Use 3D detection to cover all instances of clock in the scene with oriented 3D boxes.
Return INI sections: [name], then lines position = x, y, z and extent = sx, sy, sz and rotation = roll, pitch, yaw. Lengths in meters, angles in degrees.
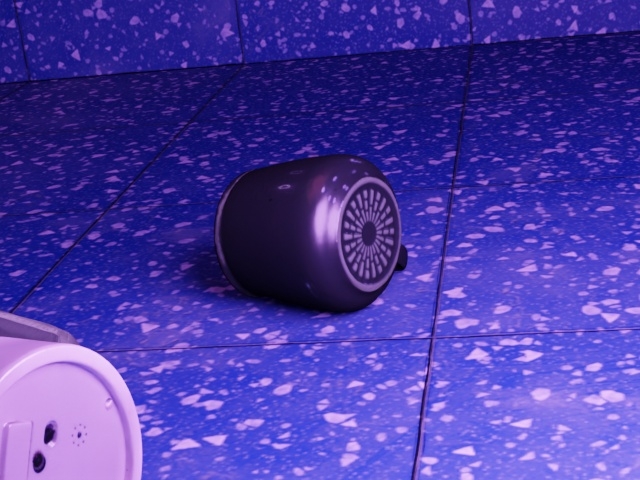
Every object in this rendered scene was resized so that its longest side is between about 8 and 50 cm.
[clock]
position = -0.210, 0.167, 0.861
extent = 0.068, 0.197, 0.197
rotation = 4, 22, 30

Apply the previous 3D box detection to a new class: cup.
[cup]
position = 0.000, 0.000, 1.367
extent = 0.177, 0.169, 0.223
rotation = -2, -16, 35

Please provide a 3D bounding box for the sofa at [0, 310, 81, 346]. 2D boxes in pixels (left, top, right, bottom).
[sofa]
position = -0.331, 0.164, 1.092
extent = 0.225, 0.176, 0.210
rotation = 19, 14, -16
